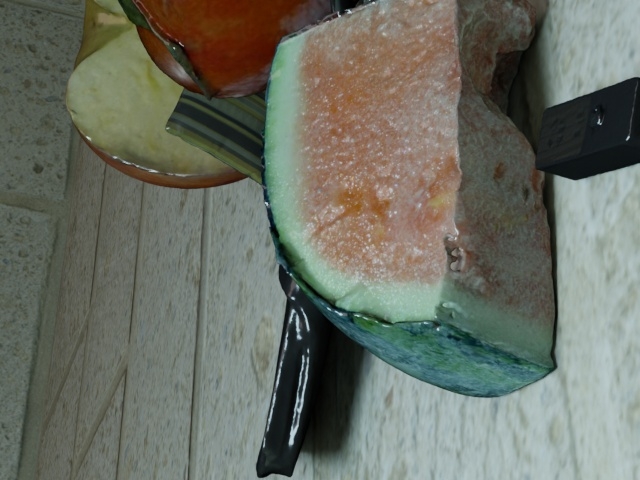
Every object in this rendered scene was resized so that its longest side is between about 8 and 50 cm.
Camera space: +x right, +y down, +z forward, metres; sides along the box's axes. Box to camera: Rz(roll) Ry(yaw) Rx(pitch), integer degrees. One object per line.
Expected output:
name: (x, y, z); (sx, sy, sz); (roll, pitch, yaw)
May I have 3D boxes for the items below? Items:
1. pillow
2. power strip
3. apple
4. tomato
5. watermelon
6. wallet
pillow: (-0.058, -0.163, 1.299); (0.038, 0.113, 0.203); (-6, 57, 61)
power strip: (0.146, -0.057, 0.736); (0.111, 0.029, 0.038); (163, 118, -72)
apple: (-0.117, -0.175, 1.426); (0.163, 0.251, 0.293); (83, -168, -73)
tomato: (-0.038, -0.263, 1.170); (0.170, 0.309, 0.309); (32, 109, 60)
watermelon: (0.055, -0.046, 0.867); (0.226, 0.148, 0.318); (-62, 23, 24)
wallet: (0.000, 0.000, 1.100); (0.197, 0.051, 0.377); (32, -112, -87)
